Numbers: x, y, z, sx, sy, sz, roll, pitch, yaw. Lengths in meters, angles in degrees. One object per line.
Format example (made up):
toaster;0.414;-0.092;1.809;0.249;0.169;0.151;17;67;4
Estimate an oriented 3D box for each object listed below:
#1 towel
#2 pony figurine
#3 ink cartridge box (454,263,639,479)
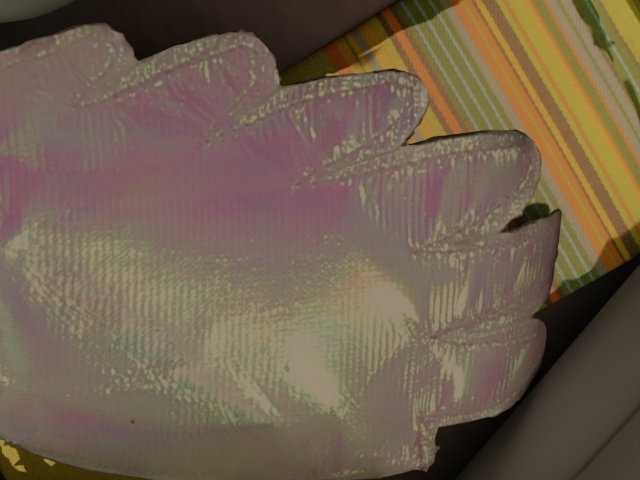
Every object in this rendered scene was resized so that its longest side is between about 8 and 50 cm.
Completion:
towel;0.000;0.000;0.577;0.237;0.021;0.102;-30;92;2
pony figurine;-0.088;-0.086;0.426;0.351;0.363;0.302;-6;83;-14
ink cartridge box;0.249;0.136;0.527;0.395;0.151;0.270;39;94;-14
